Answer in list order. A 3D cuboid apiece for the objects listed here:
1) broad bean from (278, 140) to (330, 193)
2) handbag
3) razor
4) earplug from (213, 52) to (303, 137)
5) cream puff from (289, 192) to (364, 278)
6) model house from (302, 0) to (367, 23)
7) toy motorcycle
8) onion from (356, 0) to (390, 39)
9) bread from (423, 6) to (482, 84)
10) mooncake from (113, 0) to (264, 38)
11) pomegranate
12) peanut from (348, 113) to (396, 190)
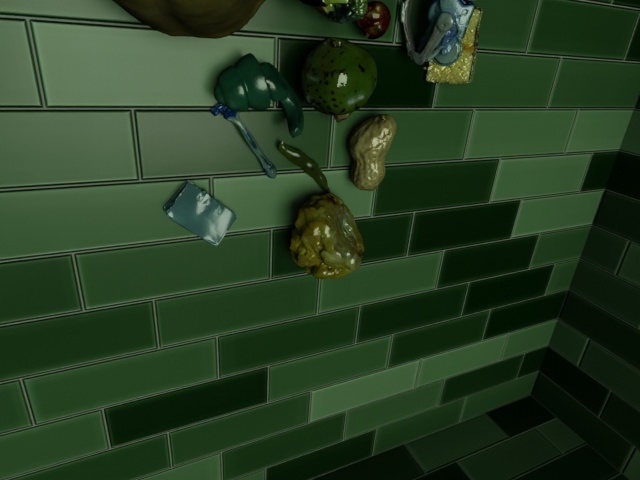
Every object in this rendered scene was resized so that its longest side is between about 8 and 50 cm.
[{"bbox_3d":[-0.045,-0.271,1.590,0.060,0.043,0.297,-44,128,11],"label":"broad bean"},{"bbox_3d":[-0.405,-0.090,1.487,0.144,0.057,0.221,-51,126,-2],"label":"handbag"},{"bbox_3d":[-0.231,-0.326,1.457,0.093,0.056,0.324,-40,126,-7],"label":"razor"},{"bbox_3d":[-0.190,-0.450,1.361,0.280,0.164,0.257,-17,135,-18],"label":"earplug"},{"bbox_3d":[-0.001,-0.001,1.641,0.257,0.291,0.324,-30,146,25],"label":"cream puff"},{"bbox_3d":[0.007,-0.722,1.267,0.211,0.194,0.170,-14,125,-21],"label":"model house"},{"bbox_3d":[0.395,-0.752,1.455,0.241,0.182,0.319,9,127,-9],"label":"toy motorcycle"},{"bbox_3d":[0.176,-0.726,1.431,0.118,0.118,0.117,-55,148,6],"label":"onion"},{"bbox_3d":[0.500,-0.723,1.613,0.142,0.178,0.266,-36,136,-47],"label":"bread"},{"bbox_3d":[-0.316,-0.718,0.999,0.467,0.262,0.467,0,94,1],"label":"mooncake"},{"bbox_3d":[0.061,-0.512,1.411,0.254,0.254,0.270,-29,134,-12],"label":"pomegranate"},{"bbox_3d":[0.179,-0.330,1.623,0.159,0.143,0.291,14,117,3],"label":"peanut"}]
